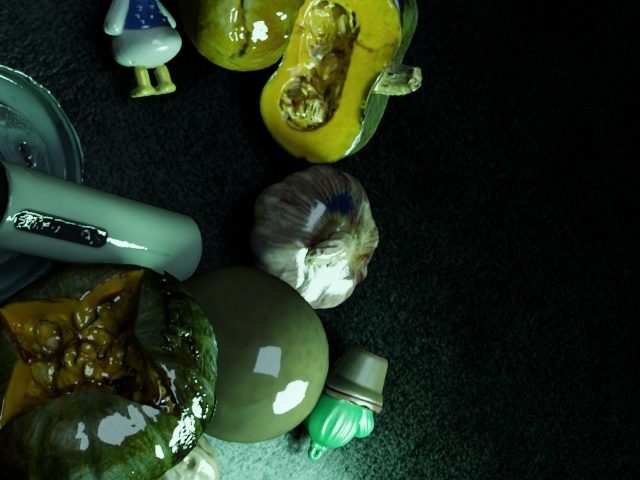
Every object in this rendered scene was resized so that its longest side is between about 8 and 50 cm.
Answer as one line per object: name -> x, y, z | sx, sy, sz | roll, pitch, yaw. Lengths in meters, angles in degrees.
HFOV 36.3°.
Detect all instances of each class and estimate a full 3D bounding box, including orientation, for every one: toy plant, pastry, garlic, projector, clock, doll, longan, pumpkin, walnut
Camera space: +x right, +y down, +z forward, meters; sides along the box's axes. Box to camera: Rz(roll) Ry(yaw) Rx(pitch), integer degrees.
toy plant -> 0.041, 0.273, 1.605 | 0.143, 0.105, 0.200 | 29, 88, -47
pastry -> -0.130, -0.414, 1.376 | 0.164, 0.356, 0.355 | -11, 94, -18
garlic -> 0.000, 0.000, 1.533 | 0.245, 0.161, 0.244 | -10, 105, -42
projector -> -0.303, -0.018, 1.276 | 0.337, 0.108, 0.108 | 18, 76, -53
clock -> -0.440, -0.071, 1.228 | 0.313, 0.061, 0.312 | -14, 108, -50
doll -> -0.267, -0.355, 1.404 | 0.138, 0.119, 0.293 | -21, 106, -51
longan -> -0.111, 0.161, 1.406 | 0.258, 0.258, 0.258 | 3, 86, -37
pumpkin -> -0.279, 0.172, 1.199 | 0.320, 0.320, 0.192 | -47, 155, -29
pumpkin -> 0.060, -0.294, 1.539 | 0.232, 0.242, 0.324 | -42, 158, -58
walnut -> -0.216, 0.322, 1.382 | 0.162, 0.140, 0.140 | 29, 69, -13
